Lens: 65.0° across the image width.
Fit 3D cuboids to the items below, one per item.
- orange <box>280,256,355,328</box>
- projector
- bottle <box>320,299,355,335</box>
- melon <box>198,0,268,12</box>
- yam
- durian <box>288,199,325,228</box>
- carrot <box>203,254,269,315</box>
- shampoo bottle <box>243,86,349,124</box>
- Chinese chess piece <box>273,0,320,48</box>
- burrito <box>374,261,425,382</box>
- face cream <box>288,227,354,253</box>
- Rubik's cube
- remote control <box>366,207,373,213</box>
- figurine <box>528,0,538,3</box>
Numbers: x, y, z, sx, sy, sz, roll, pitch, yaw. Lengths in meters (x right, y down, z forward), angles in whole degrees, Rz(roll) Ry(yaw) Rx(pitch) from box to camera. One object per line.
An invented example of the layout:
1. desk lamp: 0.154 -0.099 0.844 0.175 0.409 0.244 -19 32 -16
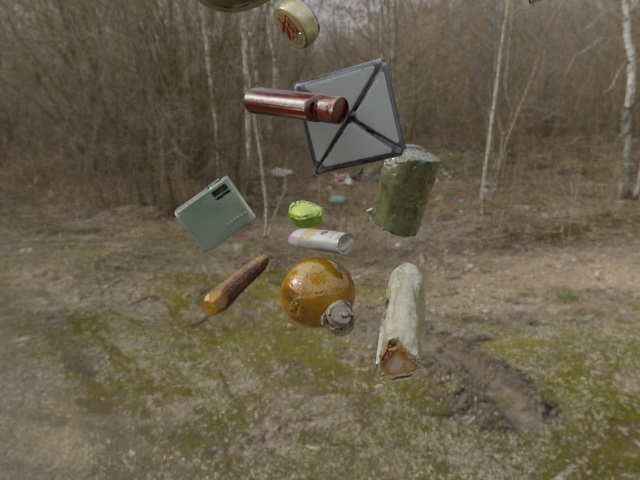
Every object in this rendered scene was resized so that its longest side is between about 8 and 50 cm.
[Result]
1. orange: -0.010 0.190 1.828 0.275 0.274 0.274 0 14 0
2. projector: -0.410 -0.105 1.961 0.250 0.198 0.108 -37 21 -5
3. bottle: 0.052 0.217 1.420 0.099 0.098 0.152 1 -17 5
4. melon: -0.199 -0.736 1.278 0.330 0.268 0.268 -26 13 4
5. yam: 0.294 -0.181 1.766 0.195 0.299 0.195 11 22 -5
6. durian: -0.078 -0.126 2.447 0.250 0.101 0.139 8 51 45
7. carrot: -0.218 0.110 1.399 0.066 0.066 0.314 6 24 23
8. shampoo bottle: -0.055 -0.313 1.166 0.260 0.064 0.102 19 26 36
9. Chinese chess piece: -0.060 -0.533 1.237 0.051 0.122 0.122 -48 33 -16
10. burrito: 0.197 0.194 1.207 0.105 0.143 0.299 4 33 13
11. face cream: 0.000 0.000 1.858 0.107 0.073 0.269 -26 22 -37
12. Rubik's cube: 0.088 -0.343 1.404 0.260 0.254 0.259 -12 13 7
13. remote control: 0.256 -0.126 2.046 0.061 0.029 0.162 34 -22 -21
14. figurine: 0.602 -0.689 1.160 0.143 0.308 0.308 8 12 -15
